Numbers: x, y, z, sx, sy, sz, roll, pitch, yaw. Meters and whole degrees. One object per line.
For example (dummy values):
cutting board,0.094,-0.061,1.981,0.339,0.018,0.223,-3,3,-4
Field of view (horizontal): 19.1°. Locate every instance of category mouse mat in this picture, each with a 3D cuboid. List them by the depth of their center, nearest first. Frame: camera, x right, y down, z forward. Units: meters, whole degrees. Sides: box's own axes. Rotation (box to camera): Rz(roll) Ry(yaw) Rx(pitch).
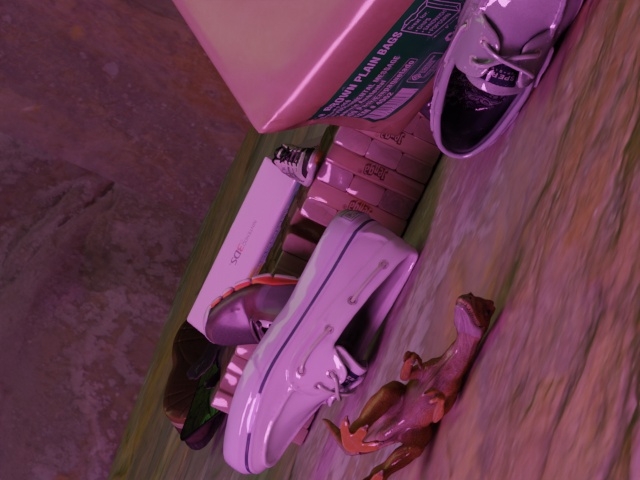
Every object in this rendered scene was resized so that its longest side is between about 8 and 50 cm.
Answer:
mouse mat,-0.097,0.135,2.188,0.152,0.007,0.190,-40,22,33

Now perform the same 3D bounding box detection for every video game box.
video game box,-0.035,-0.009,1.917,0.187,0.048,0.205,-29,-30,-60

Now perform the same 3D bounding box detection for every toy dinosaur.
toy dinosaur,0.049,0.114,1.181,0.211,0.064,0.112,-47,0,44

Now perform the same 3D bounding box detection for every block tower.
block tower,0.013,0.001,1.635,0.097,0.091,0.335,-97,32,-78

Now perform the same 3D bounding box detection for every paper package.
paper package,0.026,-0.287,1.399,0.168,0.309,0.325,-1,-39,-48

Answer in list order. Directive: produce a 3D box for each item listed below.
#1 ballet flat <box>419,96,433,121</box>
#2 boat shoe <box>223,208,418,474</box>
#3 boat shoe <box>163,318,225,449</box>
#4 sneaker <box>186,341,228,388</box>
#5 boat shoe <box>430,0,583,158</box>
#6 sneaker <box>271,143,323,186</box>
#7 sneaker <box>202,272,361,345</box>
ballet flat,0.129,-0.161,1.452,0.057,0.049,0.173,-96,31,-74
boat shoe,0.000,0.089,1.474,0.083,0.076,0.226,12,-76,-64
boat shoe,-0.141,0.164,2.311,0.223,0.080,0.073,-76,-18,-53
sneaker,-0.088,0.094,2.142,0.170,0.051,0.089,-61,20,-2
boat shoe,0.128,-0.131,1.298,0.227,0.079,0.081,114,169,-58
sneaker,-0.022,-0.065,1.581,0.032,0.037,0.083,-66,9,-8
sneaker,-0.025,0.066,1.551,0.065,0.158,0.061,-88,-24,-43
